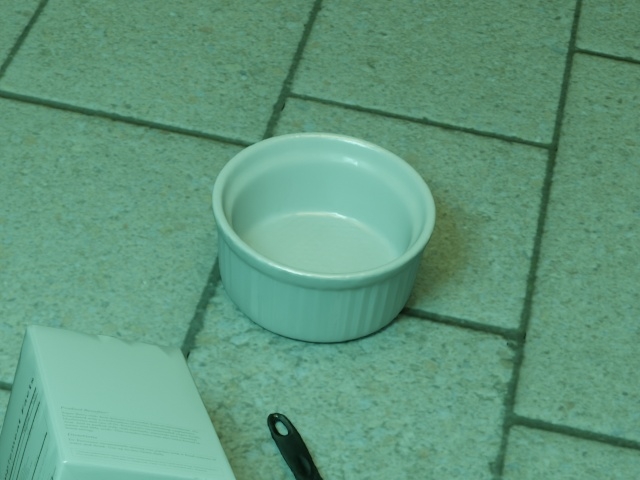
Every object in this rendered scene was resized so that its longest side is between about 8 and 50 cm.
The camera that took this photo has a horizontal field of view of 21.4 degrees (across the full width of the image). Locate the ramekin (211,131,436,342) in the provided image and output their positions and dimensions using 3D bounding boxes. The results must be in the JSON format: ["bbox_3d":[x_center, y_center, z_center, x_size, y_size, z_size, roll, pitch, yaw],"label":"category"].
[{"bbox_3d":[0.000,0.000,2.118,0.277,0.135,0.277,3,42,-3],"label":"ramekin"}]

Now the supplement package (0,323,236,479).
[{"bbox_3d":[-0.216,0.234,1.708,0.177,0.175,0.293,11,20,-20],"label":"supplement package"}]

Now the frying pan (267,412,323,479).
[{"bbox_3d":[-0.011,0.311,1.829,0.197,0.053,0.326,-33,37,-31],"label":"frying pan"}]
